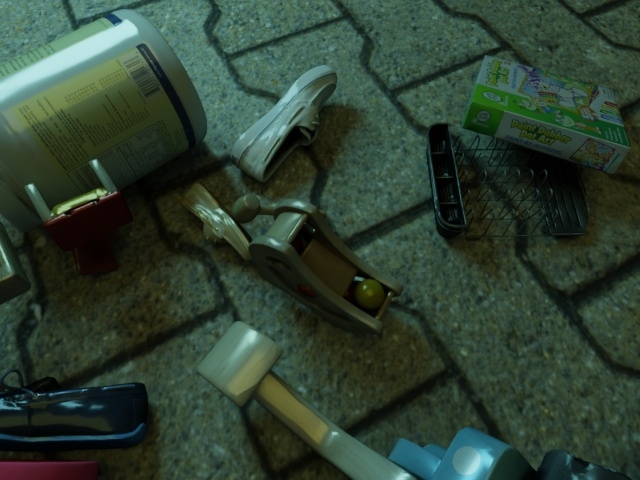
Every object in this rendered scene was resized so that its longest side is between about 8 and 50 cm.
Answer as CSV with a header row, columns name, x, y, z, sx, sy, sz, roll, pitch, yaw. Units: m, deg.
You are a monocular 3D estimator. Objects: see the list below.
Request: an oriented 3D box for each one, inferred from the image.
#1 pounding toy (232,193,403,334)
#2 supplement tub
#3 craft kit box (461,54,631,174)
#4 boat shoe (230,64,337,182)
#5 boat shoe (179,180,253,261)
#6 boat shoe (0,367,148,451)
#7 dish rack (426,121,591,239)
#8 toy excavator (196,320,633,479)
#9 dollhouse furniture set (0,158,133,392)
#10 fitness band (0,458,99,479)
name,x,y,z,sx,sy,sz,roll,pitch,yaw
pounding toy,0.000,0.000,0.638,0.269,0.154,0.155,34,67,-3
supplement tub,-0.373,-0.185,0.711,0.325,0.235,0.235,-36,69,-17
craft kit box,0.389,-0.233,0.794,0.247,0.061,0.250,18,42,11
boat shoe,-0.044,-0.205,0.813,0.084,0.095,0.258,39,80,13
boat shoe,-0.165,-0.020,0.731,0.059,0.063,0.170,-42,71,-4
boat shoe,-0.360,0.224,0.592,0.258,0.109,0.089,8,55,-15
dish rack,0.315,-0.096,0.760,0.272,0.074,0.208,0,64,0
toy excavator,0.091,0.287,0.494,0.433,0.445,0.222,50,65,-26
dollhouse furniture set,-0.420,0.075,0.608,0.374,0.201,0.152,-29,66,-21
fitness band,-0.401,0.268,0.495,0.291,0.209,0.054,-1,64,0
